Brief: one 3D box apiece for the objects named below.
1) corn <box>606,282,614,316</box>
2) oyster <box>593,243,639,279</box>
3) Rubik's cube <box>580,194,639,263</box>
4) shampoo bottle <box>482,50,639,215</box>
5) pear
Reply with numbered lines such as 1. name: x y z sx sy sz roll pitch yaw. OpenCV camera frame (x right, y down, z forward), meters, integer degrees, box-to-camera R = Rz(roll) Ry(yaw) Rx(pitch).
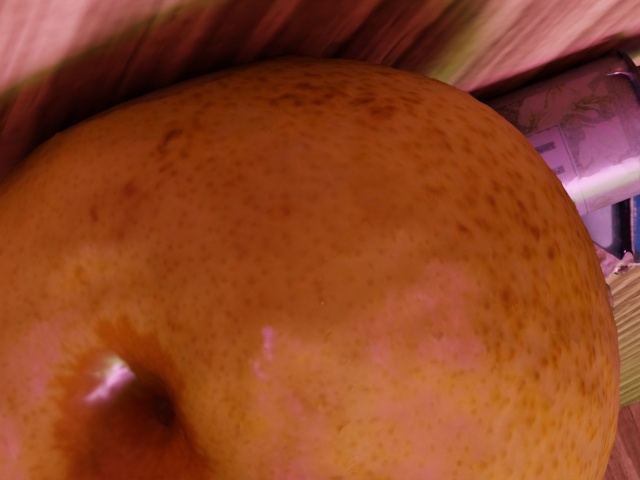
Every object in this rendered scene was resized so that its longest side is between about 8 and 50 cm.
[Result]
1. corn: 0.081 0.055 1.012 0.122 0.123 0.305 -24 180 -9
2. oyster: 0.261 -0.023 1.226 0.199 0.061 0.106 -18 151 -18
3. Rubik's cube: 0.200 -0.059 0.879 0.234 0.284 0.250 0 145 10
4. shampoo bottle: 0.092 -0.036 0.812 0.214 0.072 0.072 -21 168 5
5. pear: -0.013 0.053 0.670 0.271 0.271 0.271 -19 168 -4
